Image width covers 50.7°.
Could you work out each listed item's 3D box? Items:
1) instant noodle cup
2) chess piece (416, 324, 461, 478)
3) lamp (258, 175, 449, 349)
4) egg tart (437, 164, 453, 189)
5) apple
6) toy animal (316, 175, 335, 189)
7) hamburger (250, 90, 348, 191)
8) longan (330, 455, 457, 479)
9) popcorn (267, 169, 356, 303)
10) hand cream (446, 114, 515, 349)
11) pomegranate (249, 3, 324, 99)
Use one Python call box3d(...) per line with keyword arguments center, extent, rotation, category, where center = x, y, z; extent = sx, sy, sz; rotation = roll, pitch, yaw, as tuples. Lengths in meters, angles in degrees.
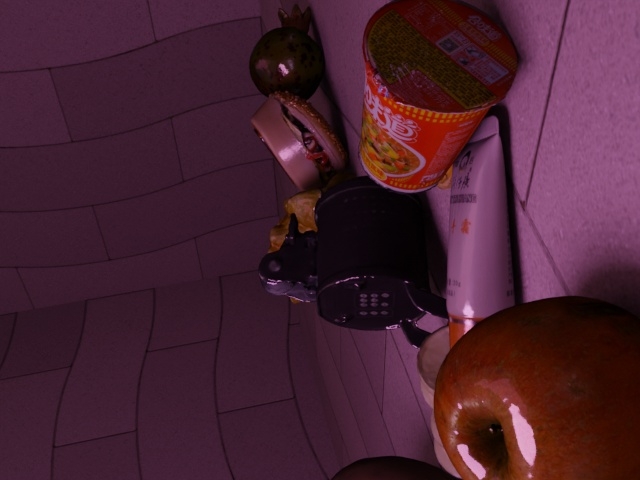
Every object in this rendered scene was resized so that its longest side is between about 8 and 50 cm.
box3d(center=(0.127, -0.168, 0.871), extent=(0.212, 0.193, 0.193), rotation=(102, 157, -59), category="instant noodle cup")
box3d(center=(0.222, 0.260, 1.020), extent=(0.144, 0.145, 0.251), rotation=(-110, 7, -50), category="chess piece")
box3d(center=(0.100, 0.020, 1.209), extent=(0.205, 0.374, 0.272), rotation=(82, -154, -58), category="lamp")
box3d(center=(0.166, -0.166, 1.062), extent=(0.191, 0.074, 0.191), rotation=(171, 90, -79), category="egg tart")
box3d(center=(0.231, 0.159, 0.665), extent=(0.237, 0.208, 0.236), rotation=(42, 142, 45), category="apple")
box3d(center=(0.035, -0.093, 1.973), extent=(0.101, 0.103, 0.218), rotation=(-23, -78, -79), category="toy animal")
box3d(center=(-0.055, -0.270, 1.828), extent=(0.302, 0.170, 0.302), rotation=(54, -179, -1), category="hamburger")
box3d(center=(0.143, 0.594, 1.226), extent=(0.405, 0.336, 0.404), rotation=(1, 91, 45), category="longan")
box3d(center=(-0.007, -0.007, 1.685), extent=(0.325, 0.290, 0.321), rotation=(58, -168, -58), category="popcorn")
box3d(center=(0.216, -0.005, 0.902), extent=(0.140, 0.089, 0.314), rotation=(173, 97, -81), category="hand cream")
box3d(center=(-0.095, -0.532, 1.911), extent=(0.231, 0.231, 0.285), rotation=(-147, 59, -78), category="pomegranate")
